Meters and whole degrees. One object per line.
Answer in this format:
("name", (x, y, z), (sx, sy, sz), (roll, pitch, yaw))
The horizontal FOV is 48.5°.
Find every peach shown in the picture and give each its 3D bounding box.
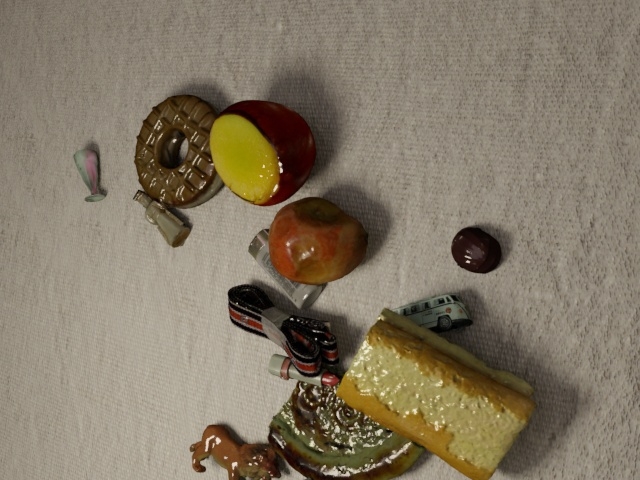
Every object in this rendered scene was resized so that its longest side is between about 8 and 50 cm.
("peach", (0.000, 0.000, 1.694), (0.236, 0.214, 0.214), (1, 87, 13))
("peach", (-0.128, -0.219, 1.759), (0.245, 0.248, 0.274), (-33, 57, -18))

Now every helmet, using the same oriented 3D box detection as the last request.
("helmet", (0.333, 0.021, 1.561), (0.123, 0.070, 0.098), (29, 102, 28))

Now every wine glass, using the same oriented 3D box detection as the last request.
("wine glass", (-0.716, -0.202, 2.213), (0.073, 0.073, 0.155), (-25, 77, 27))

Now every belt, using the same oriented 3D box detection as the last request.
("belt", (-0.104, 0.215, 1.766), (0.360, 0.126, 0.094), (24, 137, 37))

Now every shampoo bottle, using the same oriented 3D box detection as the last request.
("shampoo bottle", (-0.093, 0.072, 1.822), (0.227, 0.056, 0.086), (45, 112, 26))

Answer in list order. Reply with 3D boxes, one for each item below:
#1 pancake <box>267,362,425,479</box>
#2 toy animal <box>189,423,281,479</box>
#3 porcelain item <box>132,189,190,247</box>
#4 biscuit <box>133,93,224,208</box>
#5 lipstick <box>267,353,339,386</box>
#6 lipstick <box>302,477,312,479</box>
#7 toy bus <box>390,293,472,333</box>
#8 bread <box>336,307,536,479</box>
("pancake", (0.052, 0.446, 1.693), (0.427, 0.067, 0.304), (14, 90, 36))
("toy animal", (-0.232, 0.561, 1.857), (0.312, 0.097, 0.157), (25, 93, 32))
("porcelain item", (-0.465, -0.071, 2.058), (0.213, 0.054, 0.084), (43, 105, 25))
("biscuit", (-0.386, -0.248, 1.995), (0.332, 0.103, 0.331), (-3, 85, 30))
("lipstick", (-0.035, 0.325, 1.730), (0.186, 0.063, 0.057), (10, 76, 30))
("lipstick", (-0.109, 0.669, 1.742), (0.290, 0.076, 0.077), (-42, 71, 35))
("toy bus", (0.241, 0.176, 1.598), (0.194, 0.087, 0.089), (-21, 66, 30))
("bread", (0.238, 0.332, 1.502), (0.375, 0.165, 0.236), (27, 114, 12))
